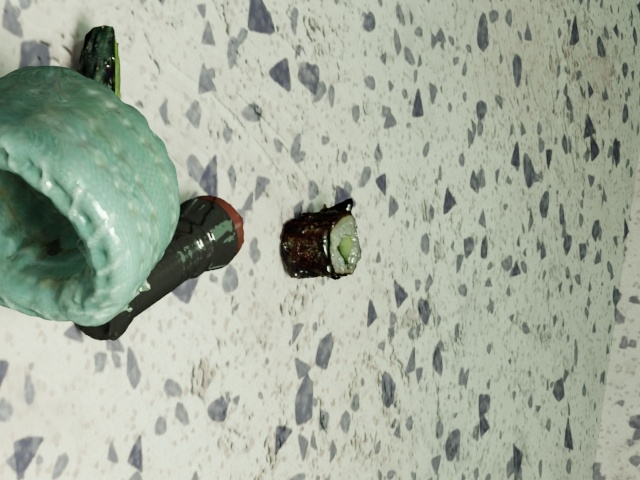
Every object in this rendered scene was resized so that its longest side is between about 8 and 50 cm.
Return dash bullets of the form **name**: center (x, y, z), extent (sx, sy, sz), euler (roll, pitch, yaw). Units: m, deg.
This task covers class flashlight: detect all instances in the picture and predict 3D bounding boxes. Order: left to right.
- **flashlight**: center (-0.177, 0.028, 1.399), extent (0.232, 0.093, 0.093), euler (-36, 121, -48)

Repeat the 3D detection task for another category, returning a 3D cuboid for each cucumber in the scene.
- **cucumber**: center (-0.236, -0.107, 1.320), extent (0.078, 0.062, 0.211), euler (112, -23, -79)

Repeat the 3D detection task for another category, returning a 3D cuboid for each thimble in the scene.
- **thimble**: center (-0.237, -0.035, 1.163), extent (0.235, 0.198, 0.143), euler (49, 39, -12)

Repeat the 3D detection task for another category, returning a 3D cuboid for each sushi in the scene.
- **sushi**: center (0.000, 0.002, 1.698), extent (0.094, 0.084, 0.098), euler (-19, 102, -55)
